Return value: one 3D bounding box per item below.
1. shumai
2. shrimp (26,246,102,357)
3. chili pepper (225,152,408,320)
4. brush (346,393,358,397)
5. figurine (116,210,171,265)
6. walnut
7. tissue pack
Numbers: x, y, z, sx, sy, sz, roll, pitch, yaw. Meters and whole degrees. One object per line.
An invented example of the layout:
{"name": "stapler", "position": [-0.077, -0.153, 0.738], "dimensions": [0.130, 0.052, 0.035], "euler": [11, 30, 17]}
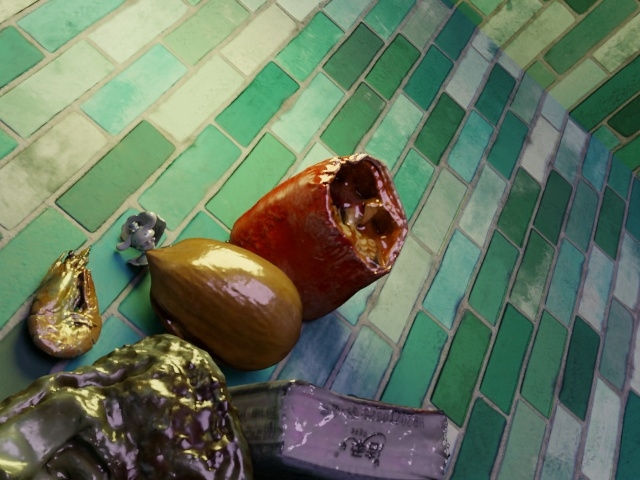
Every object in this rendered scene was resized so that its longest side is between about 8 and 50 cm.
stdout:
{"name": "shumai", "position": [-0.299, 0.303, 1.184], "dimensions": [0.348, 0.395, 0.395], "euler": [10, 52, -39]}
{"name": "shrimp", "position": [-0.397, 0.099, 1.504], "dimensions": [0.115, 0.051, 0.217], "euler": [33, 40, -26]}
{"name": "chili pepper", "position": [0.000, 0.000, 1.751], "dimensions": [0.229, 0.305, 0.251], "euler": [-11, 75, -40]}
{"name": "brush", "position": [0.001, 0.332, 1.687], "dimensions": [0.193, 0.032, 0.043], "euler": [-26, 82, -37]}
{"name": "figurine", "position": [-0.312, -0.004, 1.647], "dimensions": [0.082, 0.095, 0.086], "euler": [-125, -164, -77]}
{"name": "walnut", "position": [-0.167, 0.097, 1.600], "dimensions": [0.298, 0.203, 0.203], "euler": [37, 40, -7]}
{"name": "tissue pack", "position": [-0.049, 0.291, 1.380], "dimensions": [0.288, 0.394, 0.124], "euler": [15, 71, -34]}
